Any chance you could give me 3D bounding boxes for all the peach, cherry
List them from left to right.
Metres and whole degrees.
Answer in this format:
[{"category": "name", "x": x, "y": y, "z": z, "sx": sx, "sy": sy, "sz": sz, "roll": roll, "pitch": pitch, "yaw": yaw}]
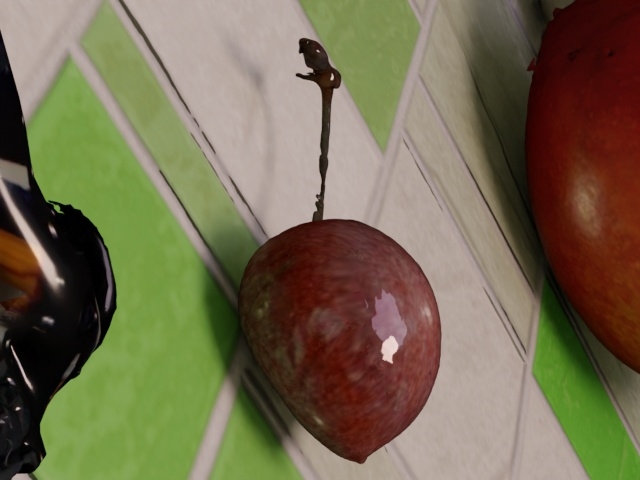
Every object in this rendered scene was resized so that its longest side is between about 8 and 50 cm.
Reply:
[{"category": "cherry", "x": 0.000, "y": 0.000, "z": 0.812, "sx": 0.107, "sy": 0.090, "sz": 0.225, "roll": 12, "pitch": 57, "yaw": -50}, {"category": "peach", "x": 0.323, "y": -0.057, "z": 1.254, "sx": 0.370, "sy": 0.370, "sz": 0.370, "roll": 45, "pitch": 36, "yaw": -46}]

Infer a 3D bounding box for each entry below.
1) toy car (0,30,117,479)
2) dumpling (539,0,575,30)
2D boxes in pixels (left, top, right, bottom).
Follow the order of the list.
[{"category": "toy car", "x": -0.156, "y": -0.061, "z": 0.482, "sx": 0.193, "sy": 0.118, "sz": 0.301, "roll": -8, "pitch": 81, "yaw": -74}, {"category": "dumpling", "x": 0.264, "y": -0.212, "z": 1.478, "sx": 0.175, "sy": 0.243, "sz": 0.227, "roll": 38, "pitch": -4, "yaw": 17}]
